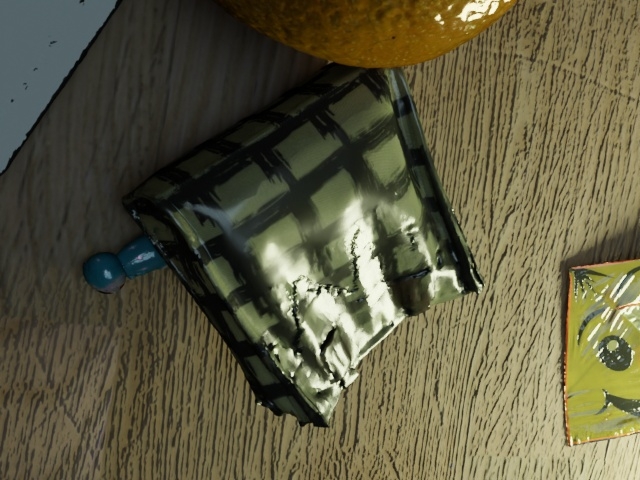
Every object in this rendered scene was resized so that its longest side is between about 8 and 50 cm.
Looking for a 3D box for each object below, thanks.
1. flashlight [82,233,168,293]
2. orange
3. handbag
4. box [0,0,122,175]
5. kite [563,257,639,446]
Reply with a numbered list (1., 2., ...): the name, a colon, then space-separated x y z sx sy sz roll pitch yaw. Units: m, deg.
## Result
1. flashlight: -0.203 0.016 0.947 0.129 0.051 0.051 -29 108 -18
2. orange: 0.038 -0.330 0.831 0.357 0.322 0.322 -1 100 4
3. handbag: 0.000 0.000 0.957 0.325 0.163 0.327 -37 113 -21
4. box: -0.325 -0.252 0.849 0.211 0.058 0.350 35 85 -21
5. kite: 0.469 0.144 1.224 0.327 0.013 0.377 43 95 -15
